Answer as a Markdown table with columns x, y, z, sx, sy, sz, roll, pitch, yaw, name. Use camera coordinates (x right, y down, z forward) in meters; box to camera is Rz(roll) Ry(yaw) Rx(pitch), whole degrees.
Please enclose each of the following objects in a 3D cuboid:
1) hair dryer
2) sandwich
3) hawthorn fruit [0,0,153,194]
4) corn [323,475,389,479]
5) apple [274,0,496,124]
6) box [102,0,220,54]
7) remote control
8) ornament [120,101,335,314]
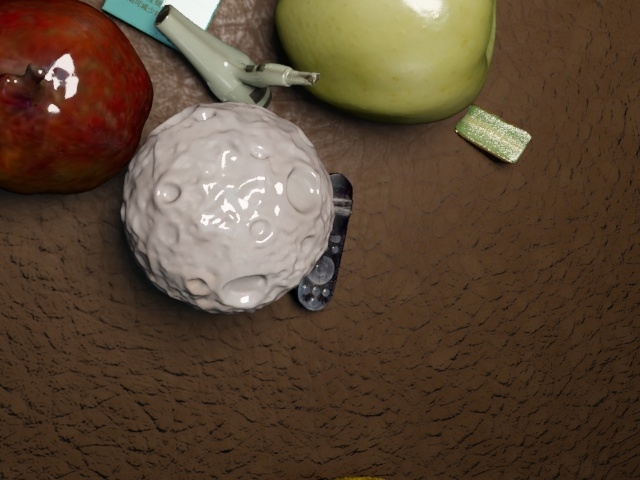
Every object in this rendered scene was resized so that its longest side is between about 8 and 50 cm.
| x | y | z | sx | sy | sz | roll | pitch | yaw | name |
| --- | --- | --- | --- | --- | --- | --- | --- | --- | --- |
| -0.141 | -0.292 | 0.911 | 0.229 | 0.267 | 0.092 | 31 | 79 | -23 | hair dryer |
| 0.337 | -0.211 | 1.155 | 0.116 | 0.074 | 0.074 | 31 | 94 | -19 | sandwich |
| -0.399 | -0.197 | 0.855 | 0.307 | 0.325 | 0.309 | -3 | 130 | -4 | hawthorn fruit |
| 0.010 | 0.566 | 1.240 | 0.321 | 0.119 | 0.119 | -2 | 104 | -13 | corn |
| 0.115 | -0.353 | 0.927 | 0.356 | 0.357 | 0.358 | -3 | 104 | -13 | apple |
| -0.234 | -0.442 | 0.973 | 0.161 | 0.041 | 0.229 | 25 | 96 | -19 | box |
| 0.000 | 0.000 | 1.135 | 0.090 | 0.066 | 0.266 | 9 | 97 | -30 | remote control |
| -0.150 | -0.060 | 0.934 | 0.336 | 0.337 | 0.338 | -3 | 104 | -13 | ornament |
